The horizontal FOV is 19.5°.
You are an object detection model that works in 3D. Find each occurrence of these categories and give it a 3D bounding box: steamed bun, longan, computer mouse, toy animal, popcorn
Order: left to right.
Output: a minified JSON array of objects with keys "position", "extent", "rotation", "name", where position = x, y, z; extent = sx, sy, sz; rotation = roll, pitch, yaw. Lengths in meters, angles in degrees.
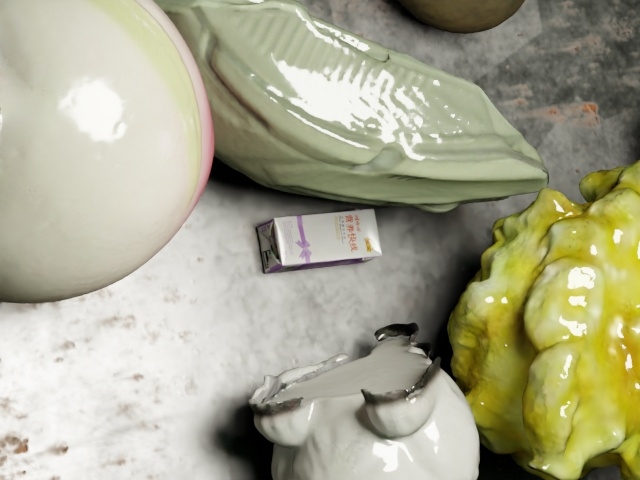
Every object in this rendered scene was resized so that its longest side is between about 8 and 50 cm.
[{"position":[-0.212,-0.092,1.546],"extent":[0.309,0.309,0.309],"rotation":[8,73,-28],"name":"steamed bun"},{"position":[0.007,-0.105,1.705],"extent":[0.429,0.228,0.145],"rotation":[22,78,-22],"name":"computer mouse"},{"position":[0.071,0.275,1.678],"extent":[0.258,0.194,0.357],"rotation":[-26,106,-49],"name":"toy animal"},{"position":[0.137,-0.301,1.869],"extent":[0.167,0.167,0.187],"rotation":[-15,64,-32],"name":"longan"},{"position":[0.246,0.087,1.752],"extent":[0.274,0.279,0.335],"rotation":[42,71,-20],"name":"popcorn"}]

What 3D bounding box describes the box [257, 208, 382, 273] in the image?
[{"position":[0.000,0.000,1.777],"extent":[0.117,0.036,0.051],"rotation":[-7,82,-31],"name":"box"}]
